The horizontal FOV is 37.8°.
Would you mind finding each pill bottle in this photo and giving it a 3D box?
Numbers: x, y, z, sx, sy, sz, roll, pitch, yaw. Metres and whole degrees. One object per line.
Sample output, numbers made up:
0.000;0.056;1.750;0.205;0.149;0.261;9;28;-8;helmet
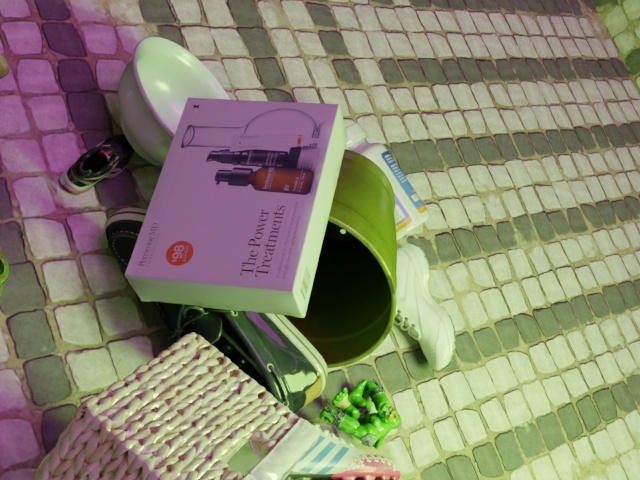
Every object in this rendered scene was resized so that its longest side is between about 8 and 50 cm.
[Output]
0.114;-0.124;2.115;0.152;0.152;0.272;-31;87;-45;pill bottle

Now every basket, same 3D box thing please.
-0.231;0.359;1.355;0.266;0.331;0.328;41;26;9;basket

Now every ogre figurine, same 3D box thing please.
0.091;0.345;1.858;0.118;0.097;0.197;40;7;19;ogre figurine

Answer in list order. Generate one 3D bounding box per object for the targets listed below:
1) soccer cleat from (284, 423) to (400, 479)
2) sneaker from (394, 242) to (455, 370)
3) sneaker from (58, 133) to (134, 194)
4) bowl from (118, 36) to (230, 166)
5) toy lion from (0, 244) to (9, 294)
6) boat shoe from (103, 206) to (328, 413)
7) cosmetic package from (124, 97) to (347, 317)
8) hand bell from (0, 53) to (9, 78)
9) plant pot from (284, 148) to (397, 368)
0.014;0.401;1.756;0.331;0.116;0.143;11;53;-36;soccer cleat
0.200;0.155;2.077;0.129;0.111;0.297;-14;70;-27;sneaker
-0.405;-0.151;1.760;0.072;0.077;0.178;47;45;-9;sneaker
-0.295;-0.238;1.834;0.298;0.134;0.298;41;31;-32;bowl
-0.559;0.061;1.549;0.100;0.034;0.096;-32;95;-45;toy lion
-0.203;0.138;1.675;0.500;0.187;0.156;45;49;-6;boat shoe
-0.131;-0.066;1.572;0.097;0.284;0.377;70;28;-55;cosmetic package
-0.650;-0.232;1.609;0.126;0.126;0.242;32;61;-21;hand bell
0.000;0.000;1.848;0.366;0.366;0.353;42;34;-13;plant pot
